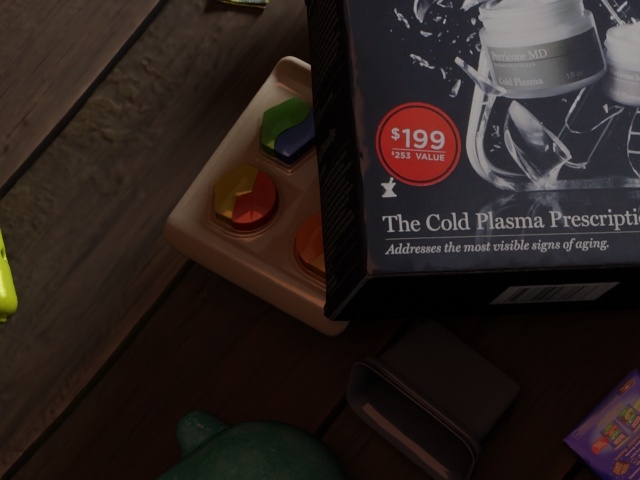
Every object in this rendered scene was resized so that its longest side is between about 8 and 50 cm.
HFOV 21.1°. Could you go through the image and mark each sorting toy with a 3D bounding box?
[{"bbox_3d":[-0.011,-0.045,1.522,0.193,0.038,0.208,29,76,17],"label":"sorting toy"}]

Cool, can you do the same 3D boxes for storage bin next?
[{"bbox_3d":[0.104,0.140,1.502,0.135,0.098,0.091,38,58,19],"label":"storage bin"}]

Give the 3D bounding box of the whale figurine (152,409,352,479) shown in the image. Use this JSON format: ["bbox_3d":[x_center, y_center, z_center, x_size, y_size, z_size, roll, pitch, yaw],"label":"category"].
[{"bbox_3d":[-0.105,0.249,1.483,0.272,0.141,0.216,-10,74,10],"label":"whale figurine"}]

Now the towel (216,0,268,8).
[{"bbox_3d":[-0.071,-0.270,1.684,0.060,0.009,0.083,10,78,14],"label":"towel"}]

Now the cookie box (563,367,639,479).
[{"bbox_3d":[0.277,0.180,1.472,0.092,0.040,0.107,-44,71,-1],"label":"cookie box"}]

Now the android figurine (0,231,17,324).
[{"bbox_3d":[-0.408,0.073,1.643,0.248,0.056,0.273,-17,71,7],"label":"android figurine"}]

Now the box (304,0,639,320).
[{"bbox_3d":[0.172,-0.107,1.437,0.343,0.179,0.312,-3,76,-10],"label":"box"}]
